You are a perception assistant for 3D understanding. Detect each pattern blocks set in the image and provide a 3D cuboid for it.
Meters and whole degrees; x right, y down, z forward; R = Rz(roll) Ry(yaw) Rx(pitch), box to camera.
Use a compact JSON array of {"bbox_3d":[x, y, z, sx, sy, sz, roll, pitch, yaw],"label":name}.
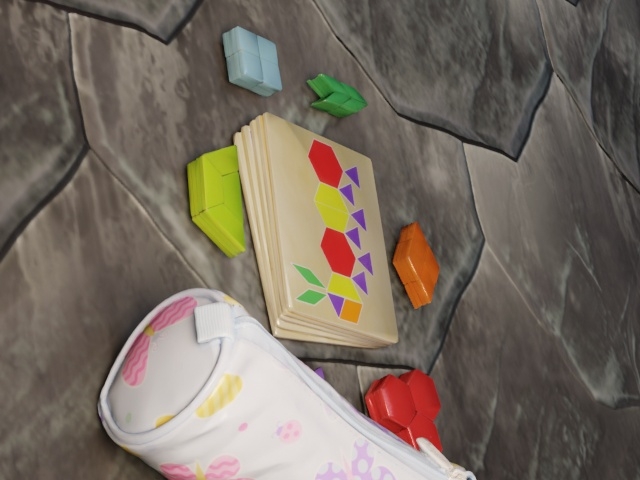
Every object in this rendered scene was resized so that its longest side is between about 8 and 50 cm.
[{"bbox_3d":[0.000,0.000,1.174,0.285,0.026,0.325,29,48,-41],"label":"pattern blocks set"}]

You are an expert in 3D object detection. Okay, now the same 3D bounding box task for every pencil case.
[{"bbox_3d":[-0.014,0.141,0.982,0.273,0.124,0.113,38,43,-33],"label":"pencil case"}]
